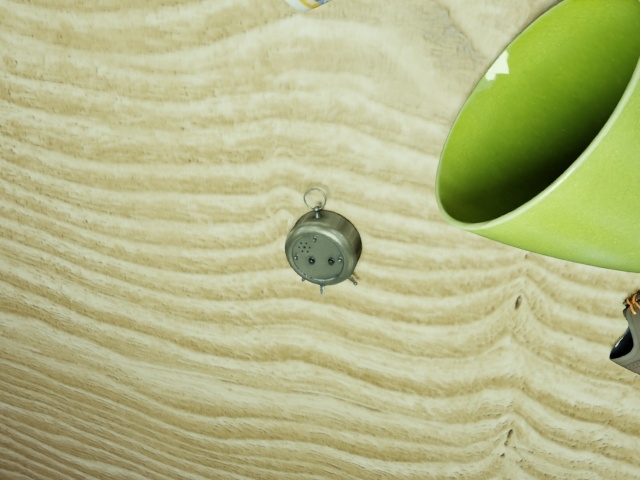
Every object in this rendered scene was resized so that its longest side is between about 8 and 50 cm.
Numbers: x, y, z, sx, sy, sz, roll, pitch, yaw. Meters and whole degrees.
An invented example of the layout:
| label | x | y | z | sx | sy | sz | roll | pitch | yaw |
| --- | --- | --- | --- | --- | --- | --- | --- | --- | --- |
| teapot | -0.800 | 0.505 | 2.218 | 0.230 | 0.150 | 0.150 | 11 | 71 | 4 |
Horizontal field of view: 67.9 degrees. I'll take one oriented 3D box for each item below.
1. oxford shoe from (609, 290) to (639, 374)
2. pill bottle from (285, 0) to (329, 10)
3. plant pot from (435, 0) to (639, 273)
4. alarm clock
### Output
| label | x | y | z | sx | sy | sz | roll | pitch | yaw |
| --- | --- | --- | --- | --- | --- | --- | --- | --- | --- |
| oxford shoe | 0.491 | 0.096 | 0.672 | 0.098 | 0.097 | 0.271 | 13 | 124 | 22 |
| pill bottle | 0.066 | -0.368 | 0.495 | 0.272 | 0.152 | 0.152 | -13 | 116 | 28 |
| plant pot | 0.334 | -0.076 | 0.540 | 0.293 | 0.274 | 0.275 | 26 | 128 | -16 |
| alarm clock | 0.000 | 0.000 | 0.814 | 0.129 | 0.064 | 0.192 | 2 | 118 | 20 |
